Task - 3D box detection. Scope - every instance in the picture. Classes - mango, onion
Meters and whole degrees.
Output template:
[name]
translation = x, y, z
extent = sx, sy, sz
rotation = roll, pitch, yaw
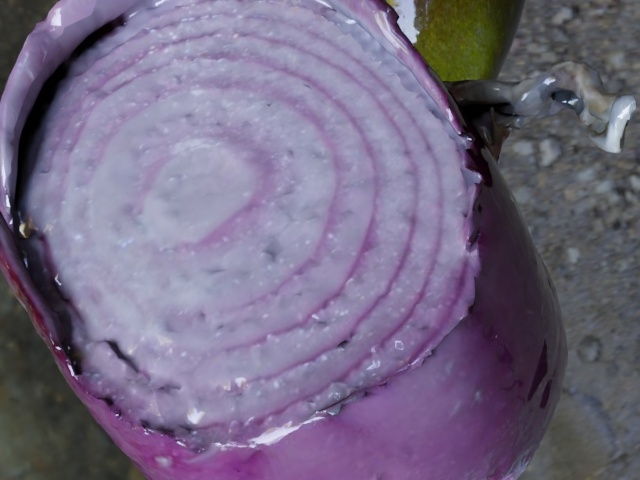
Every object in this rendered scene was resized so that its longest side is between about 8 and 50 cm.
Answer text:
[mango]
translation = 0.080, -0.173, 1.009
extent = 0.133, 0.111, 0.267
rotation = 4, 86, 3
[onion]
translation = -0.011, 0.009, 0.483
extent = 0.207, 0.200, 0.200
rotation = 27, 115, 18
